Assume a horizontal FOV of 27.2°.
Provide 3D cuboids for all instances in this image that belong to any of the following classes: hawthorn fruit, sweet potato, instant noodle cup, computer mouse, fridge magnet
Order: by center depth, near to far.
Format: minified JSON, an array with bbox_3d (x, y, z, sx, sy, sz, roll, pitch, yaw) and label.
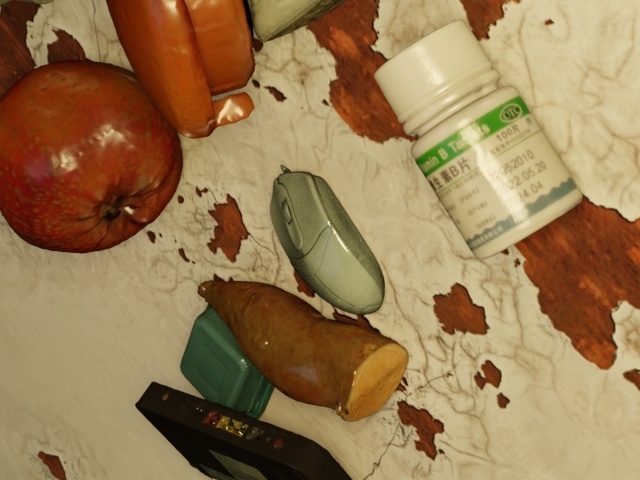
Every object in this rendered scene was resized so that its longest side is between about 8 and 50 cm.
[{"bbox_3d":[-0.177,-0.300,1.564,0.363,0.155,0.363,163,90,-85],"label":"fridge magnet"},{"bbox_3d":[-0.003,0.003,1.705,0.229,0.068,0.113,55,137,6],"label":"computer mouse"},{"bbox_3d":[-0.044,0.138,1.782,0.336,0.131,0.131,22,126,36],"label":"sweet potato"},{"bbox_3d":[-0.340,-0.120,1.831,0.299,0.275,0.275,30,131,42],"label":"hawthorn fruit"},{"bbox_3d":[-0.138,0.176,1.939,0.157,0.070,0.179,43,137,21],"label":"instant noodle cup"}]

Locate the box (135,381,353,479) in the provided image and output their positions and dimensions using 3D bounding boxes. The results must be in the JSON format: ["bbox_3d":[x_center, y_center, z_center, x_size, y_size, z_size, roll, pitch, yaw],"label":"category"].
[{"bbox_3d":[-0.099,0.315,1.919,0.350,0.058,0.211,14,151,41],"label":"box"}]

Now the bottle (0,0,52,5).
[{"bbox_3d":[-0.425,-0.423,1.760,0.351,0.229,0.229,-6,107,52],"label":"bottle"}]

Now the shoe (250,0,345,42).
[{"bbox_3d":[-0.004,-0.345,1.471,0.316,0.124,0.159,-31,88,52],"label":"shoe"}]

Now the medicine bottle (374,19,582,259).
[{"bbox_3d":[0.166,-0.109,1.423,0.139,0.139,0.237,-32,89,49],"label":"medicine bottle"}]
